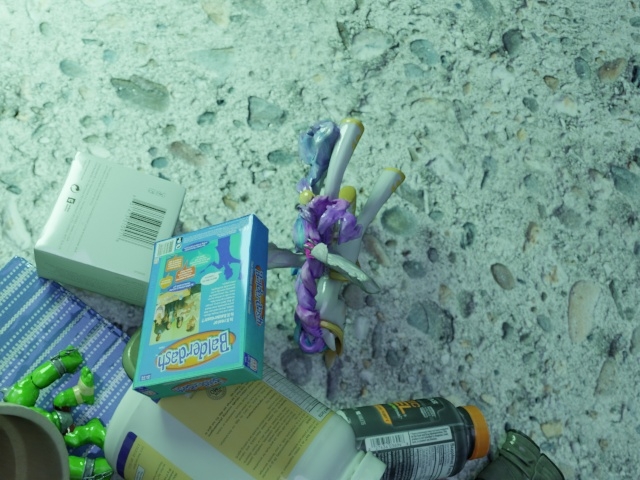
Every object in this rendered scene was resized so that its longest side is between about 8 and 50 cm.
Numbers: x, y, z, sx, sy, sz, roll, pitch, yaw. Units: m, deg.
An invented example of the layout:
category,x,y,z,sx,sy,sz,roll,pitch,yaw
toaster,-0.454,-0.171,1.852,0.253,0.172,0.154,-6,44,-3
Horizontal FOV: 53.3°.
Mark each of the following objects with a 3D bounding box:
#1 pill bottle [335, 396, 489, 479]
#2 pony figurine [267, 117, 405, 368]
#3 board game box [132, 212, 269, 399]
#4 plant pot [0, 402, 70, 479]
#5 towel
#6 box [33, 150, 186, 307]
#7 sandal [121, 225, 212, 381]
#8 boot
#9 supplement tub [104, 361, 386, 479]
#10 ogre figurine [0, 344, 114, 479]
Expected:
category,x,y,z,sx,sy,sz,roll,pitch,yaw
pill bottle,0.149,0.328,1.042,0.245,0.130,0.131,-3,75,-16
pony figurine,0.000,0.000,1.013,0.302,0.351,0.364,7,73,31
board game box,-0.147,0.082,0.804,0.160,0.047,0.210,-14,55,22
plant pot,-0.533,0.302,0.747,0.305,0.334,0.334,15,66,24
towel,-0.416,0.210,0.979,0.336,0.040,0.243,37,70,0
box,-0.327,-0.015,1.003,0.181,0.119,0.181,18,61,-12
sandal,-0.203,0.099,1.023,0.120,0.086,0.303,29,55,-5
boot,0.376,0.460,1.094,0.161,0.083,0.247,-36,87,-27
supplement tub,-0.101,0.301,0.884,0.331,0.241,0.241,33,67,13
ogre figurine,-0.375,0.261,0.908,0.118,0.096,0.197,-14,93,-33
